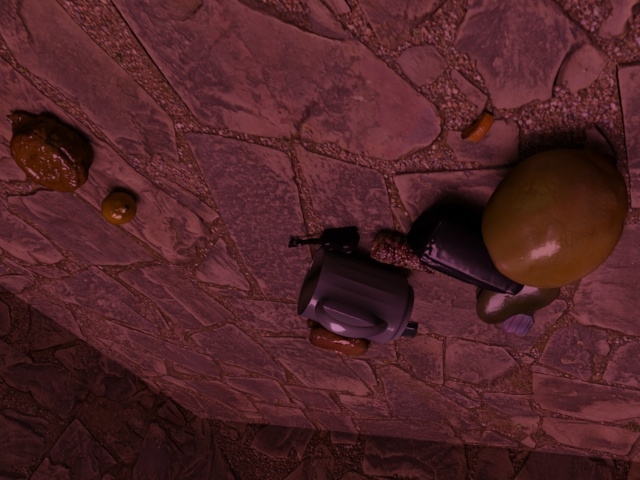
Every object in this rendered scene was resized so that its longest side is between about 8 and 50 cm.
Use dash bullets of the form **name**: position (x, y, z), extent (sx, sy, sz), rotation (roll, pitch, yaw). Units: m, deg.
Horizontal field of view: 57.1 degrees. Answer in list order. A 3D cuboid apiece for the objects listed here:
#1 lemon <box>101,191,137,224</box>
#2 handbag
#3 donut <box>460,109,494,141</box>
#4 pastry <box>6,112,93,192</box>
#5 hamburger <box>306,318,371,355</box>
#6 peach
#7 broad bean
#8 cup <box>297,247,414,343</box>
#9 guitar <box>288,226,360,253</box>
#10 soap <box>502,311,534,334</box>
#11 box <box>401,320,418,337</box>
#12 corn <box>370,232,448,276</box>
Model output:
- **lemon**: position (-0.658, -0.106, 1.922), extent (0.109, 0.109, 0.133), rotation (36, 159, -29)
- **handbag**: position (0.406, 0.008, 1.623), extent (0.302, 0.275, 0.177), rotation (22, 103, -7)
- **donut**: position (0.361, -0.257, 1.340), extent (0.038, 0.067, 0.083), rotation (29, 114, -8)
- **pastry**: position (-0.796, -0.252, 1.736), extent (0.240, 0.132, 0.235), rotation (6, 147, 13)
- **hamburger**: position (0.095, 0.303, 2.132), extent (0.245, 0.211, 0.261), rotation (28, 149, -27)
- **peach**: position (0.528, -0.054, 1.343), extent (0.282, 0.314, 0.315), rotation (35, 141, -2)
- **broad bean**: position (0.600, 0.161, 1.817), extent (0.263, 0.121, 0.189), rotation (-24, 127, 25)
- **cup**: position (0.116, 0.202, 1.872), extent (0.327, 0.322, 0.236), rotation (21, 117, -10)
- **guitar**: position (-0.002, -0.001, 1.851), extent (0.271, 0.083, 0.038), rotation (-1, 139, 35)
- **soap**: position (0.661, 0.257, 1.968), extent (0.100, 0.056, 0.149), rotation (8, 147, 8)
- **box**: position (0.309, 0.337, 2.259), extent (0.126, 0.031, 0.091), rotation (9, 147, 8)
- **corn**: position (0.284, 0.050, 1.780), extent (0.281, 0.092, 0.092), rotation (17, 148, -4)
